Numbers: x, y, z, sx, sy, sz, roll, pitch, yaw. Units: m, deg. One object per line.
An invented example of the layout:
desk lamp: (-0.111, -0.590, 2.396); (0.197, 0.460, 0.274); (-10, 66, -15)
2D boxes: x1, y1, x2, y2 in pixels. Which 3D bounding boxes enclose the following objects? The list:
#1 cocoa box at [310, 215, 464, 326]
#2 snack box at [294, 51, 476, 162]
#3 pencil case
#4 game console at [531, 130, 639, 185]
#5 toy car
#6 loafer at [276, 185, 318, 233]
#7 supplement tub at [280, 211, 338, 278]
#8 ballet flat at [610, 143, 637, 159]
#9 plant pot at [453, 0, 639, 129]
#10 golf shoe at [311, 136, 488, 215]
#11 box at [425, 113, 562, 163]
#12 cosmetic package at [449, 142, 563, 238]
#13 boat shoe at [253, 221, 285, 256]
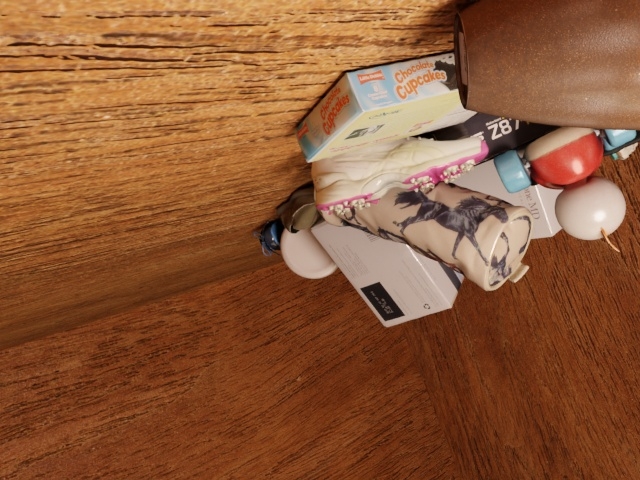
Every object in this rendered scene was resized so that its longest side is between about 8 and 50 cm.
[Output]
cocoa box: (0.193, 0.008, 1.522); (0.231, 0.347, 0.228); (-24, -161, 42)
snack box: (0.140, -0.206, 0.862); (0.322, 0.060, 0.187); (-19, 175, -27)
pencil case: (0.192, -0.044, 1.114); (0.160, 0.410, 0.183); (-60, 149, -10)
game console: (0.628, -0.281, 1.203); (0.386, 0.060, 0.342); (-28, -155, 50)
toy car: (0.463, -0.086, 1.036); (0.219, 0.238, 0.210); (-25, 176, 21)
loafer: (-0.031, -0.076, 1.451); (0.094, 0.087, 0.251); (-19, 175, -24)
supplement tub: (0.000, 0.000, 1.751); (0.191, 0.191, 0.272); (-22, -177, 13)
ballet flat: (0.724, -0.306, 1.452); (0.147, 0.147, 0.409); (-23, -168, 20)
plant pot: (0.270, -0.214, 0.640); (0.230, 0.215, 0.215); (-6, 177, 7)
golf shoe: (0.127, -0.144, 0.994); (0.306, 0.140, 0.115); (-15, 170, 3)
box: (0.348, -0.215, 1.235); (0.318, 0.097, 0.395); (-25, -178, -2)
cosmetic package: (0.426, -0.115, 1.587); (0.161, 0.230, 0.453); (-29, -168, -38)
boat shoe: (-0.144, 0.003, 1.794); (0.089, 0.109, 0.258); (-18, 174, 6)
